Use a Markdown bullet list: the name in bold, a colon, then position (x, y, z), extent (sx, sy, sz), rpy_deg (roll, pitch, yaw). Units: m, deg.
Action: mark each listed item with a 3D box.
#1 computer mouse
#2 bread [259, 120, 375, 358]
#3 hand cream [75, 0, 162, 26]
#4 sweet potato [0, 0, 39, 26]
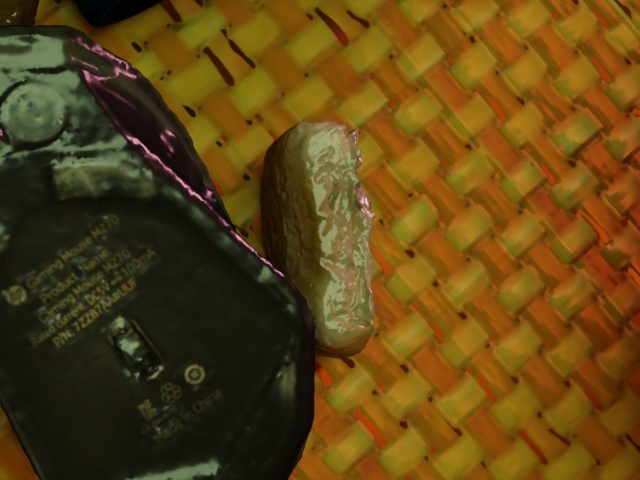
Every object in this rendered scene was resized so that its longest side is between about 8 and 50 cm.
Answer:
- **computer mouse**: position (-0.072, 0.016, 0.627), extent (0.106, 0.062, 0.192), rpy_deg (-35, 103, -2)
- **bread**: position (0.000, 0.000, 0.663), extent (0.035, 0.070, 0.083), rpy_deg (-3, 82, -11)
- **hand cream**: position (-0.109, -0.214, 0.665), extent (0.271, 0.120, 0.061), rpy_deg (62, 26, 0)
- **sweet potato**: position (-0.144, -0.036, 0.638), extent (0.068, 0.060, 0.206), rpy_deg (14, 76, 23)
